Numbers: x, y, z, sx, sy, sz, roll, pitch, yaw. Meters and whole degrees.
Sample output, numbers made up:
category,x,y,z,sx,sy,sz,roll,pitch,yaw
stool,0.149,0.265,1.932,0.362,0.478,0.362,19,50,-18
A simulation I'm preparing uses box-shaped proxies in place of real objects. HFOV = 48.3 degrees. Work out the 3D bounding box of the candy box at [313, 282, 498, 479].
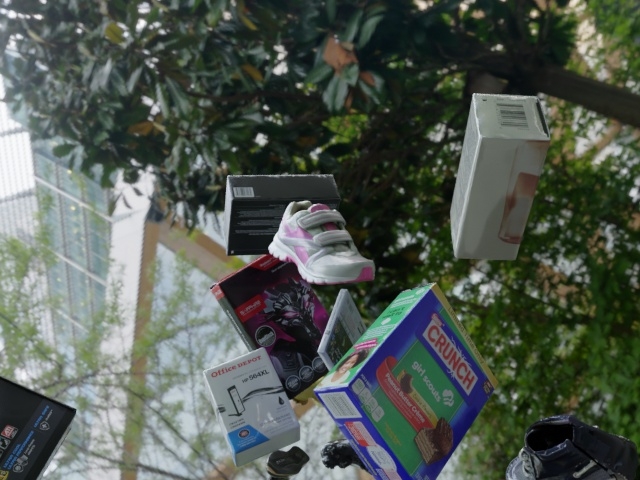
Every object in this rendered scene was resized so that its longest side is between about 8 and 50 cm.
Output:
category,x,y,z,sx,sy,sz,roll,pitch,yaw
candy box,0.179,0.286,1.400,0.317,0.122,0.268,-44,-75,-38

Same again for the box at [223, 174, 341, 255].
category,x,y,z,sx,sy,sz,roll,pitch,yaw
box,-0.099,-0.061,1.739,0.261,0.103,0.184,-1,-48,-15

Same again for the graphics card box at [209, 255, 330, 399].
category,x,y,z,sx,sy,sz,roll,pitch,yaw
graphics card box,-0.106,0.223,1.950,0.232,0.371,0.094,-31,-1,-28

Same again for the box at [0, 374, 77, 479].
category,x,y,z,sx,sy,sz,roll,pitch,yaw
box,-0.648,0.376,1.299,0.073,0.293,0.296,-59,7,37

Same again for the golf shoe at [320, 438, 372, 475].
category,x,y,z,sx,sy,sz,roll,pitch,yaw
golf shoe,0.098,0.499,1.675,0.094,0.198,0.077,-155,77,-86

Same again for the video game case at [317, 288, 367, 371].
category,x,y,z,sx,sy,sz,roll,pitch,yaw
video game case,0.055,0.239,1.716,0.190,0.022,0.173,64,-140,-49

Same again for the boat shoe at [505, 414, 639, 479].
category,x,y,z,sx,sy,sz,roll,pitch,yaw
boat shoe,0.437,0.419,1.396,0.340,0.158,0.127,-45,19,53

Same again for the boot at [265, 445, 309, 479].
category,x,y,z,sx,sy,sz,roll,pitch,yaw
boot,-0.108,0.591,1.765,0.137,0.077,0.198,-53,-24,6

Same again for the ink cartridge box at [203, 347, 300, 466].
category,x,y,z,sx,sy,sz,roll,pitch,yaw
ink cartridge box,-0.148,0.351,1.518,0.148,0.203,0.086,-20,-34,-16

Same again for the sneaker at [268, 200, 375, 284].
category,x,y,z,sx,sy,sz,roll,pitch,yaw
sneaker,0.000,0.000,1.205,0.102,0.252,0.111,-4,-70,-38

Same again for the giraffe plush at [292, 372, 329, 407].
category,x,y,z,sx,sy,sz,roll,pitch,yaw
giraffe plush,-0.033,0.451,2.215,0.210,0.170,0.181,-95,24,-49

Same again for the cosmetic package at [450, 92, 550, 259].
category,x,y,z,sx,sy,sz,roll,pitch,yaw
cosmetic package,0.338,-0.117,1.377,0.153,0.129,0.296,-86,-1,-45
